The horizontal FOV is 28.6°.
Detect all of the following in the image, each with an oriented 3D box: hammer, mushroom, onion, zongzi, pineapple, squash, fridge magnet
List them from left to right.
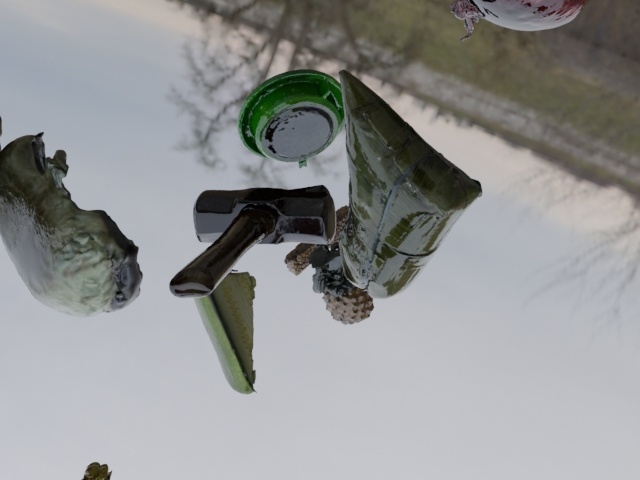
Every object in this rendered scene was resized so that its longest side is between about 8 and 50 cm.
[{"bbox_3d":[-0.375,-0.020,1.758,0.130,0.247,0.344,-26,-130,-23],"label":"mushroom"},{"bbox_3d":[-0.136,0.000,2.025,0.242,0.095,0.409,1,-163,16],"label":"hammer"},{"bbox_3d":[-0.161,0.186,2.414,0.169,0.093,0.252,-1,-117,-59],"label":"squash"},{"bbox_3d":[-0.046,-0.217,2.244,0.208,0.208,0.088,14,-140,-33],"label":"fridge magnet"},{"bbox_3d":[0.039,0.085,2.752,0.111,0.119,0.237,21,156,35],"label":"pineapple"},{"bbox_3d":[0.068,-0.073,1.813,0.274,0.251,0.125,46,-140,16],"label":"zongzi"},{"bbox_3d":[0.278,-0.416,1.944,0.273,0.285,0.273,32,-153,-19],"label":"onion"}]

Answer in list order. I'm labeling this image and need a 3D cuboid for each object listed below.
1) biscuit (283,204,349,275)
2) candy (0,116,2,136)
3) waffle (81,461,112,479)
[{"bbox_3d":[0.000,0.000,2.864,0.034,0.199,0.064,43,168,38],"label":"biscuit"},{"bbox_3d":[-0.581,-0.132,1.771,0.179,0.135,0.321,3,-142,5],"label":"candy"},{"bbox_3d":[-0.413,0.486,2.107,0.051,0.232,0.228,22,-173,-10],"label":"waffle"}]
